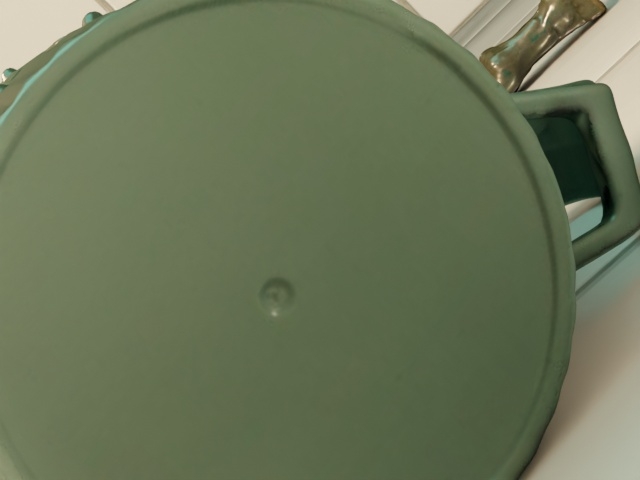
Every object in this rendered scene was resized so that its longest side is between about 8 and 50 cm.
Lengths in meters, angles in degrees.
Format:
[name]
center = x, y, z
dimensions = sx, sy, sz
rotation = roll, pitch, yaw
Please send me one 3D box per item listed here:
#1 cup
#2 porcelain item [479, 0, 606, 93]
[cup]
center = -0.032, -0.011, 0.746
dimensions = 0.401, 0.310, 0.392
rotation = -48, 11, -9
[porcelain item]
center = 0.214, -0.196, 1.531
dimensions = 0.216, 0.069, 0.081
rotation = -49, 9, 14
